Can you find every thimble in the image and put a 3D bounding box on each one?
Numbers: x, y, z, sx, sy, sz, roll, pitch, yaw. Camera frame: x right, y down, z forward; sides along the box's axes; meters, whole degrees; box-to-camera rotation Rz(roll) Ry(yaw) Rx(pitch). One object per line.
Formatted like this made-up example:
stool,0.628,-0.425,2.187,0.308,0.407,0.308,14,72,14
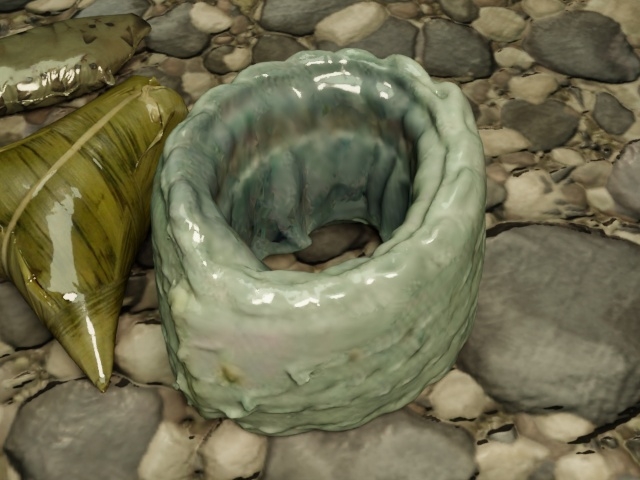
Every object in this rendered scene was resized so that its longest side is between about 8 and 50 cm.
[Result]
thimble,0.000,0.000,0.651,0.205,0.171,0.250,30,55,24

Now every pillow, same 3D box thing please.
pillow,-0.253,-0.140,0.869,0.241,0.051,0.093,-18,50,-16

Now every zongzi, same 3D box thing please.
zongzi,-0.133,-0.018,0.728,0.205,0.094,0.204,-34,59,-24
